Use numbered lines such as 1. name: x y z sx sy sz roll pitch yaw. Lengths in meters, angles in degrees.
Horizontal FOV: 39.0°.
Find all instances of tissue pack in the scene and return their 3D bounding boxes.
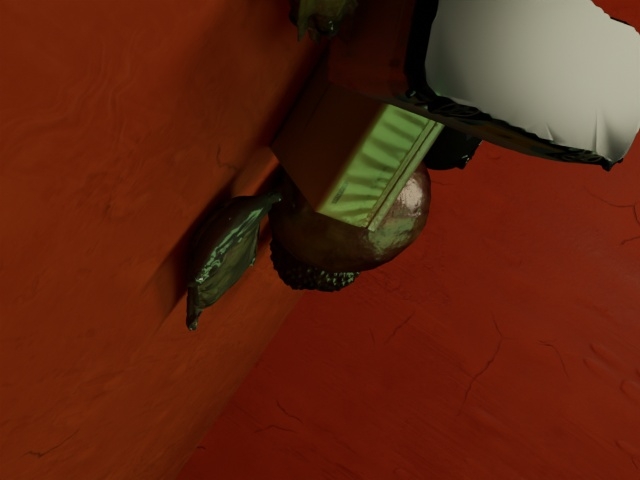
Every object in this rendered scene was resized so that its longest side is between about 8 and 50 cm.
1. tissue pack: 0.058 -0.156 1.117 0.125 0.159 0.234 15 118 -39

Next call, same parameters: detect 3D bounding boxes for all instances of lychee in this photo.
1. lychee: 0.000 0.000 1.578 0.188 0.188 0.188 -54 174 -8

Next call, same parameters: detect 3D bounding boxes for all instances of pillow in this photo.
1. pillow: -0.131 0.022 1.181 0.169 0.059 0.255 -53 175 -22

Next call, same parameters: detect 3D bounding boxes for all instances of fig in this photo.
1. fig: 0.038 -0.059 1.371 0.263 0.224 0.224 -32 165 -23

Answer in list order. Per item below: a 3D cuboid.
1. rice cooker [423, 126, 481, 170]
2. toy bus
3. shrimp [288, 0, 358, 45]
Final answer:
1. rice cooker: 0.188 -0.246 1.444 0.267 0.224 0.267 -53 175 -6
2. toy bus: 0.184 -0.190 0.947 0.386 0.162 0.171 12 94 -43
3. shrimp: 0.026 -0.274 0.718 0.168 0.077 0.317 -55 172 -25
